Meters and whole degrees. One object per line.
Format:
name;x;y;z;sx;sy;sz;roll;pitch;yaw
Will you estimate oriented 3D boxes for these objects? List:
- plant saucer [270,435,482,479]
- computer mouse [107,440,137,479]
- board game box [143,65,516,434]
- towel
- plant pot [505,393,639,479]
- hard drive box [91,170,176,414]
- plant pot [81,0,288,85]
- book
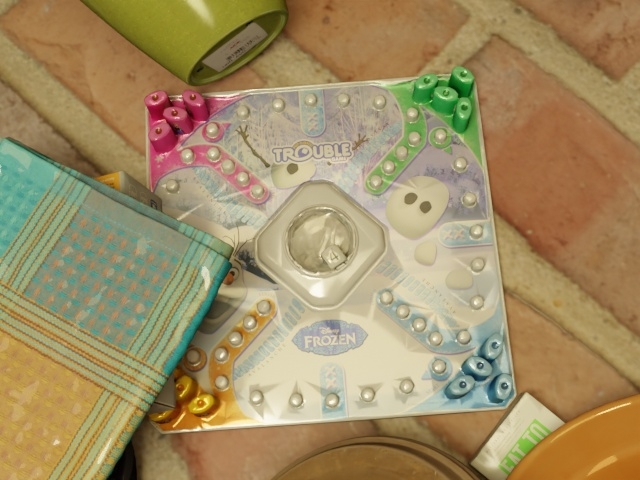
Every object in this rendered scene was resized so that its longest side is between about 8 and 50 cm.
plant saucer;0.029;0.287;0.704;0.277;0.041;0.278;-13;52;17
computer mouse;-0.277;0.311;0.866;0.184;0.060;0.262;2;69;23
board game box;0.000;0.000;0.941;0.389;0.050;0.390;-4;74;1
towel;-0.276;0.103;0.760;0.271;0.040;0.370;26;71;10
plant pot;0.315;0.297;0.734;0.291;0.291;0.203;-35;109;-8
hard drive box;-0.252;0.068;0.869;0.181;0.089;0.232;-14;69;13
plant pot;-0.170;-0.329;0.942;0.274;0.275;0.293;-35;87;-8
book;0.237;0.239;0.880;0.144;0.035;0.096;39;81;8
